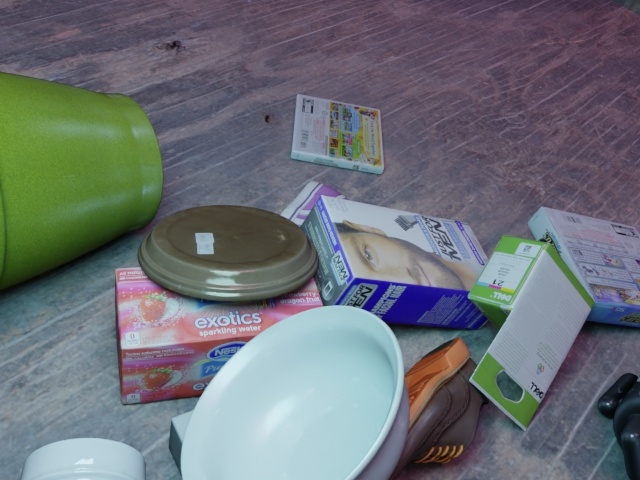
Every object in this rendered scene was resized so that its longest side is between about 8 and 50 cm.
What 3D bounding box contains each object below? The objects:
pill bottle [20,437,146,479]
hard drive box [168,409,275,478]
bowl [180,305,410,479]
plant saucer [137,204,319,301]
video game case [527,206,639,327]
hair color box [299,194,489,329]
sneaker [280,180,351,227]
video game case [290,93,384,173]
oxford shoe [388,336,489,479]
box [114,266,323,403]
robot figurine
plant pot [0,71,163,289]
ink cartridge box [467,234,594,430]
[{"bbox_3d":[-0.261,0.393,0.694,0.187,0.188,0.334,2,46,-14],"label":"pill bottle"},{"bbox_3d":[-0.075,0.321,0.888,0.181,0.089,0.232,-17,54,-29],"label":"hard drive box"},{"bbox_3d":[-0.008,0.230,0.795,0.297,0.134,0.298,-25,32,17],"label":"bowl"},{"bbox_3d":[-0.138,0.008,1.021,0.277,0.041,0.278,5,26,-3],"label":"plant saucer"},{"bbox_3d":[0.571,0.058,1.319,0.269,0.061,0.244,9,43,-24],"label":"video game case"},{"bbox_3d":[0.144,0.043,1.150,0.338,0.110,0.185,7,44,-31],"label":"hair color box"},{"bbox_3d":[0.000,-0.001,1.218,0.161,0.102,0.282,28,45,7],"label":"sneaker"},{"bbox_3d":[0.040,-0.246,1.519,0.206,0.026,0.227,9,44,-7],"label":"video game case"},{"bbox_3d":[0.157,0.266,0.948,0.133,0.130,0.363,55,39,4],"label":"oxford shoe"},{"bbox_3d":[-0.154,0.131,1.011,0.300,0.142,0.154,-2,46,-18],"label":"box"},{"bbox_3d":[0.581,0.275,1.062,0.278,0.174,0.209,-31,61,-36],"label":"robot figurine"},{"bbox_3d":[-0.456,-0.102,1.043,0.353,0.366,0.366,-15,51,-44],"label":"plant pot"},{"bbox_3d":[0.320,0.149,1.094,0.097,0.189,0.255,15,67,54],"label":"ink cartridge box"}]
